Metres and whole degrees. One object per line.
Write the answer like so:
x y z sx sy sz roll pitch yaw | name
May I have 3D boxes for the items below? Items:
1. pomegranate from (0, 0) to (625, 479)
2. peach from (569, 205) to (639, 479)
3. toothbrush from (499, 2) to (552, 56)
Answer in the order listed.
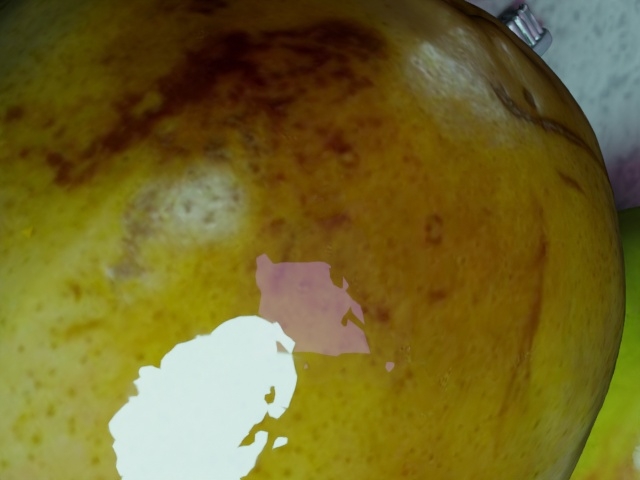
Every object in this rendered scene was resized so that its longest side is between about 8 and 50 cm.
-0.043 0.032 0.517 0.319 0.319 0.319 -11 110 -30 | pomegranate
0.192 0.097 0.725 0.231 0.231 0.231 -11 110 -30 | peach
0.000 0.000 0.686 0.354 0.024 0.029 -46 113 -13 | toothbrush
